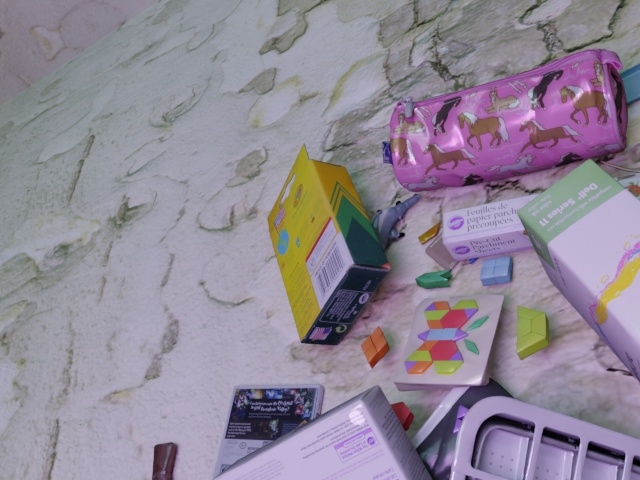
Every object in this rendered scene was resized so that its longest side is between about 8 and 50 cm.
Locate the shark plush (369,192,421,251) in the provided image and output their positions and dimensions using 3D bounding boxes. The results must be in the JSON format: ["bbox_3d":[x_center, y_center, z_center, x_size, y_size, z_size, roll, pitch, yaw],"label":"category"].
[{"bbox_3d":[0.125,-0.020,1.128,0.067,0.073,0.161,41,72,21],"label":"shark plush"}]

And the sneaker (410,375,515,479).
[{"bbox_3d":[0.181,0.319,0.795,0.296,0.104,0.146,-51,40,-10],"label":"sneaker"}]

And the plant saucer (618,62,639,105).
[{"bbox_3d":[0.500,-0.248,1.017,0.192,0.018,0.067,-26,49,19],"label":"plant saucer"}]

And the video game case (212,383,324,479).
[{"bbox_3d":[-0.089,0.333,1.044,0.190,0.022,0.173,-9,56,32],"label":"video game case"}]

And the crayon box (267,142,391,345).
[{"bbox_3d":[0.000,0.000,1.103,0.202,0.081,0.319,-59,36,36],"label":"crayon box"}]

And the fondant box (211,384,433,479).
[{"bbox_3d":[0.044,0.383,0.747,0.238,0.096,0.331,-32,80,15],"label":"fondant box"}]

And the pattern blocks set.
[{"bbox_3d":[0.185,0.146,0.896,0.285,0.026,0.325,-18,32,23],"label":"pattern blocks set"}]

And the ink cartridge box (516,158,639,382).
[{"bbox_3d":[0.399,0.091,0.721,0.119,0.207,0.354,-36,45,8],"label":"ink cartridge box"}]

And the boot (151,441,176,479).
[{"bbox_3d":[-0.270,0.415,1.111,0.106,0.037,0.114,-16,48,24],"label":"boot"}]

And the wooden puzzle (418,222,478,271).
[{"bbox_3d":[0.222,0.010,1.046,0.078,0.014,0.116,-44,45,8],"label":"wooden puzzle"}]

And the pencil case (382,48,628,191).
[{"bbox_3d":[0.298,-0.189,1.011,0.385,0.167,0.160,-9,71,33],"label":"pencil case"}]

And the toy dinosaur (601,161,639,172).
[{"bbox_3d":[0.539,-0.123,0.885,0.211,0.064,0.112,-29,29,5],"label":"toy dinosaur"}]

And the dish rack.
[{"bbox_3d":[0.242,0.359,0.651,0.072,0.285,0.333,126,161,-69],"label":"dish rack"}]

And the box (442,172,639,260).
[{"bbox_3d":[0.350,-0.033,0.933,0.323,0.067,0.063,-11,54,25],"label":"box"}]
